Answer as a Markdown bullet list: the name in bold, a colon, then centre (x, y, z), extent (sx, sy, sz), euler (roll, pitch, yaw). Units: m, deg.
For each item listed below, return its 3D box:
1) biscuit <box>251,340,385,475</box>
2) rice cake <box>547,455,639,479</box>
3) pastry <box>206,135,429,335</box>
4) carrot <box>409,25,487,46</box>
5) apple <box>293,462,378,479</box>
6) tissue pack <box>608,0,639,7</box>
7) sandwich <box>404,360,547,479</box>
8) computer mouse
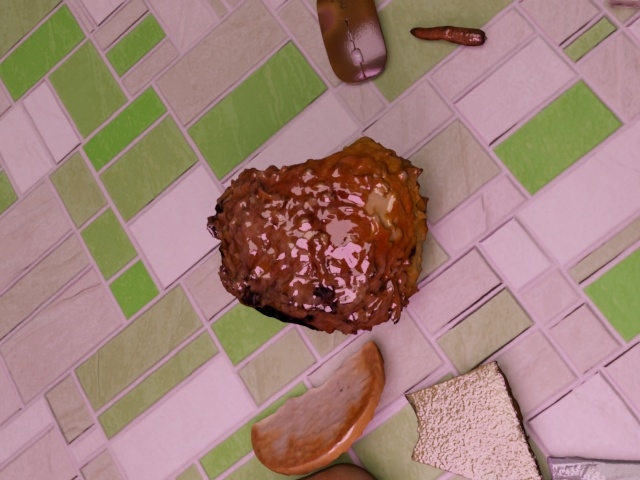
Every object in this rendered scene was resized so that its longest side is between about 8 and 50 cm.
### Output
- **biscuit**: centre (0.003, 0.329, 1.476), extent (0.309, 0.040, 0.205), euler (-37, 28, 12)
- **rice cake**: centre (0.491, 0.401, 1.326), extent (0.226, 0.040, 0.085), euler (-2, 78, 21)
- **pastry**: centre (0.013, 0.012, 1.475), extent (0.404, 0.292, 0.338), euler (-14, 83, 7)
- **carrot**: centre (0.252, -0.411, 1.603), extent (0.165, 0.035, 0.036), euler (15, 84, 26)
- **apple**: centre (0.012, 0.516, 1.377), extent (0.256, 0.257, 0.234), euler (-22, 75, 16)
- **tissue pack**: centre (0.569, -0.475, 1.485), extent (0.062, 0.042, 0.083), euler (10, 83, 21)
- **sandwich**: centre (0.263, 0.361, 1.419), extent (0.212, 0.063, 0.245), euler (-25, 70, 19)
- **computer mouse**: centre (0.065, -0.445, 1.674), extent (0.125, 0.056, 0.245), euler (-17, 74, 18)
